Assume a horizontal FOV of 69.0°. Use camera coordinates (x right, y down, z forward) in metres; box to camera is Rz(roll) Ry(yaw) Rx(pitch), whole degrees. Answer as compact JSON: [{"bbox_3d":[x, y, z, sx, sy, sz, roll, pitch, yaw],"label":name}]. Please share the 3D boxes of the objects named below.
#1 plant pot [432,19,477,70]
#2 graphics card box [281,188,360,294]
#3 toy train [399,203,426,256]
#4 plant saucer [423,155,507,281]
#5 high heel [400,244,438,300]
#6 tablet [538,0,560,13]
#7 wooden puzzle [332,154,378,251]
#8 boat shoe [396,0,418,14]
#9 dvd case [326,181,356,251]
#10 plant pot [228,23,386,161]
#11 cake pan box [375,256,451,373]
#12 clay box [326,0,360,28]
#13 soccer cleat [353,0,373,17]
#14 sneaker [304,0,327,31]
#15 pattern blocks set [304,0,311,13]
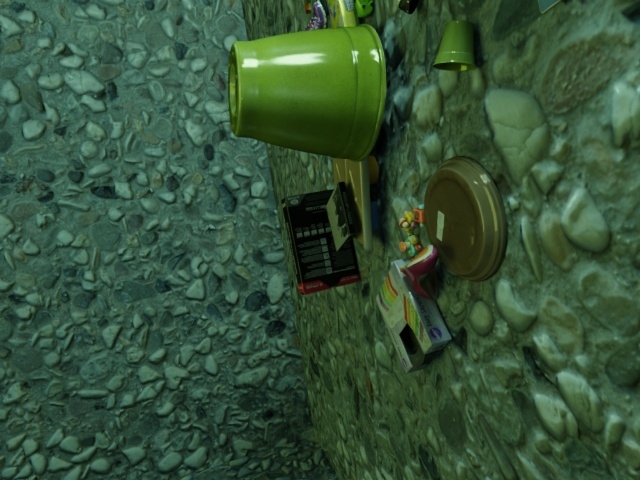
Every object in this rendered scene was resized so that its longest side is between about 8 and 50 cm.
[{"bbox_3d":[0.259,-0.370,0.884,0.083,0.083,0.079,-146,58,-69],"label":"plant pot"},{"bbox_3d":[0.000,0.000,1.768,0.094,0.233,0.371,170,88,-75],"label":"graphics card box"},{"bbox_3d":[0.243,-0.019,1.227,0.125,0.046,0.166,-136,38,-65],"label":"toy train"},{"bbox_3d":[0.301,-0.043,1.018,0.278,0.041,0.278,168,90,-75],"label":"plant saucer"},{"bbox_3d":[0.263,0.087,1.117,0.117,0.082,0.244,46,165,9],"label":"high heel"},{"bbox_3d":[0.340,-0.391,0.693,0.054,0.006,0.083,166,92,-75],"label":"tablet"},{"bbox_3d":[0.119,-0.167,1.531,0.348,0.080,0.322,-125,28,-66],"label":"wooden puzzle"},{"bbox_3d":[0.207,-0.553,0.996,0.042,0.049,0.133,44,145,16],"label":"boat shoe"},{"bbox_3d":[0.067,-0.074,1.583,0.238,0.030,0.179,119,140,-74],"label":"dvd case"},{"bbox_3d":[-0.062,-0.395,1.252,0.366,0.353,0.366,177,90,-74],"label":"plant pot"},{"bbox_3d":[0.255,0.220,1.320,0.246,0.070,0.267,101,153,-58],"label":"cake pan box"},{"bbox_3d":[0.061,-0.696,1.377,0.127,0.053,0.222,146,113,-81],"label":"clay box"},{"bbox_3d":[0.101,-0.692,1.247,0.072,0.060,0.179,-149,46,-72],"label":"soccer cleat"},{"bbox_3d":[-0.021,-0.744,1.624,0.170,0.071,0.068,100,154,-51],"label":"sneaker"},{"bbox_3d":[-0.052,-0.905,1.536,0.285,0.026,0.325,83,180,-49],"label":"pattern blocks set"}]
